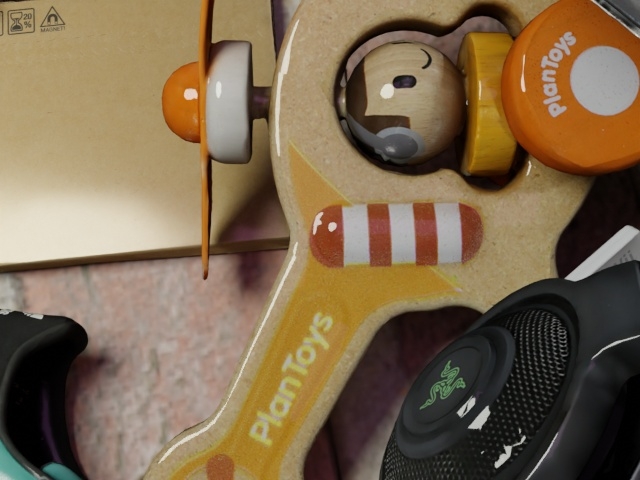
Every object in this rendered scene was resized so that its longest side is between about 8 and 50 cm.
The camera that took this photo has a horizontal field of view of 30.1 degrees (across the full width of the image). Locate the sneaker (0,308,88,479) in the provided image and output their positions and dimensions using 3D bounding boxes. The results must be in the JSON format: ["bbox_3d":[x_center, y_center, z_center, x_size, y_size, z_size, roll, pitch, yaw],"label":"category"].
[{"bbox_3d":[-0.147,0.171,0.562,0.121,0.108,0.302,-14,70,3],"label":"sneaker"}]

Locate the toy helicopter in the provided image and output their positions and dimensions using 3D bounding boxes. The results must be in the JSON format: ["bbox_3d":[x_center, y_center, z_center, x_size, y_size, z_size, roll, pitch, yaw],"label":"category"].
[{"bbox_3d":[0.000,0.000,0.589,0.235,0.140,0.355,28,87,-4],"label":"toy helicopter"}]

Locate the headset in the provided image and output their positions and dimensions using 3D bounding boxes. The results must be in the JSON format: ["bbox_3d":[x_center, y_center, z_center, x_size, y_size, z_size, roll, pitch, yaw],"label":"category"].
[{"bbox_3d":[0.105,0.151,0.481,0.394,0.243,0.185,-19,27,19],"label":"headset"}]

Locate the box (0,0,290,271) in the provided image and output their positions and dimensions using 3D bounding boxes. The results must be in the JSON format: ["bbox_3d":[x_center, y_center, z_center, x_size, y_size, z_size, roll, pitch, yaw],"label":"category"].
[{"bbox_3d":[-0.122,-0.066,0.685,0.201,0.021,0.165,-5,73,1],"label":"box"}]

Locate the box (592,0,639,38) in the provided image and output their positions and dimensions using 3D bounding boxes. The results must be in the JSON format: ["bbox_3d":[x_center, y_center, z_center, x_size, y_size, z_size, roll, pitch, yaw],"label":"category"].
[{"bbox_3d":[0.228,-0.101,0.535,0.242,0.307,0.076,43,116,15],"label":"box"}]

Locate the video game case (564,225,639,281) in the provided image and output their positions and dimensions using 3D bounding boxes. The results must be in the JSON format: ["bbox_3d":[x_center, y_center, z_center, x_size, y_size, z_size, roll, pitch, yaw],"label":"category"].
[{"bbox_3d":[0.143,0.063,0.584,0.087,0.122,0.011,-39,32,-9],"label":"video game case"}]
